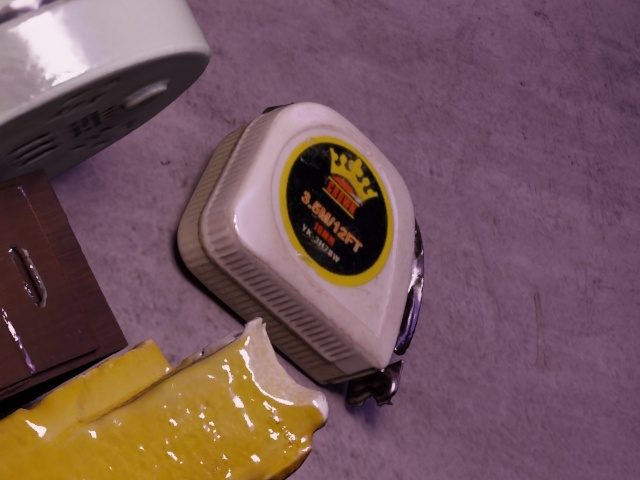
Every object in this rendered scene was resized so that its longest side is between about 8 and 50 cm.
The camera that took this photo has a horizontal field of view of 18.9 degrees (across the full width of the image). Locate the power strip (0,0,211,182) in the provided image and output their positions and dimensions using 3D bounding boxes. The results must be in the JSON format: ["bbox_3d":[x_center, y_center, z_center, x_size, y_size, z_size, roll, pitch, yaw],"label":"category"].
[{"bbox_3d":[-0.276,-0.132,1.563,0.357,0.357,0.161,-24,85,-50],"label":"power strip"}]

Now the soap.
[{"bbox_3d":[-0.202,0.203,1.455,0.338,0.304,0.169,-29,86,-50],"label":"soap"}]

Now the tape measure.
[{"bbox_3d":[0.000,0.000,1.920,0.271,0.133,0.231,42,51,-22],"label":"tape measure"}]

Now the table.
[{"bbox_3d":[-0.292,0.062,1.543,0.193,0.172,0.169,-22,84,-50],"label":"table"}]
